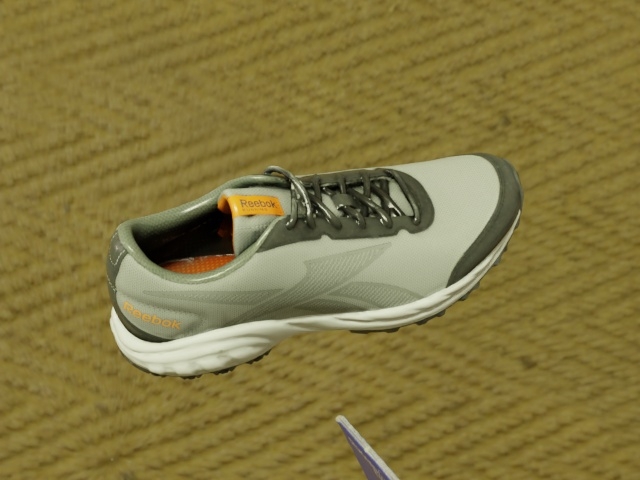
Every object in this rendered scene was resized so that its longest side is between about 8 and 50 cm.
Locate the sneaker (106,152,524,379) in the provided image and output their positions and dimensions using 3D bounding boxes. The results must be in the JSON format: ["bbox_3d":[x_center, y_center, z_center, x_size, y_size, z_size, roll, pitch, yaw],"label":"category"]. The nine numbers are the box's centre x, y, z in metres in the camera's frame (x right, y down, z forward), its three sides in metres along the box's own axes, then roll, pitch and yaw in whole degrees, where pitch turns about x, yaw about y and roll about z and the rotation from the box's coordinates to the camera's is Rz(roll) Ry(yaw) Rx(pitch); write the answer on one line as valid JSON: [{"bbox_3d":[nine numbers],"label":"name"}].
[{"bbox_3d":[0.000,0.000,0.725,0.271,0.108,0.100,-18,49,-10],"label":"sneaker"}]

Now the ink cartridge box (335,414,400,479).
[{"bbox_3d":[0.089,0.265,0.572,0.069,0.176,0.371,-30,124,-11],"label":"ink cartridge box"}]
